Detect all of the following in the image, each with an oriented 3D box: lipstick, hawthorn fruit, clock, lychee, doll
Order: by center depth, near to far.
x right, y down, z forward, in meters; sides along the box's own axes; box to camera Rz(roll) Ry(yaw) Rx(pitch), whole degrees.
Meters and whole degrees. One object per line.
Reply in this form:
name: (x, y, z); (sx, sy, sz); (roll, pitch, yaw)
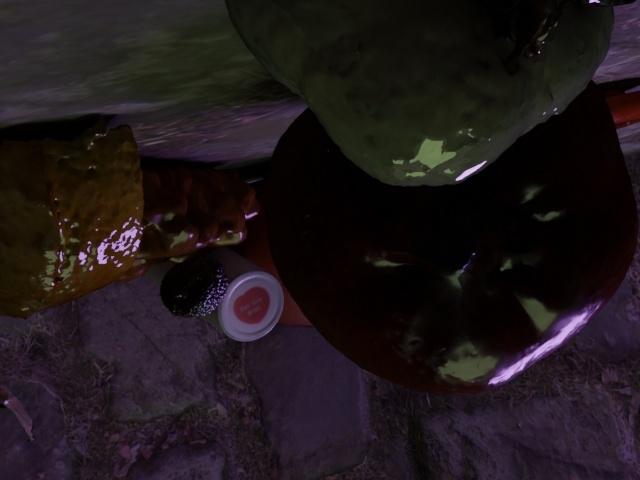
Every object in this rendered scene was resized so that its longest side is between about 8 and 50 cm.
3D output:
doll: (0.076, -0.107, 0.365); (0.175, 0.149, 0.278); (23, 148, -21)
hawthorn fruit: (0.109, -0.022, 0.950); (0.295, 0.295, 0.311); (-14, 179, 23)
lychee: (-0.134, 0.049, 1.257); (0.067, 0.068, 0.083); (27, -156, 25)
lipstick: (-0.160, 0.032, 1.469); (0.087, 0.087, 0.327); (-12, -159, -28)
clock: (0.326, -0.155, 1.515); (0.205, 0.051, 0.205); (-14, 178, 0)

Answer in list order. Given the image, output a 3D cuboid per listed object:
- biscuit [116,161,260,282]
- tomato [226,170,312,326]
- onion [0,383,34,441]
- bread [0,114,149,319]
biscuit: (-0.245, -0.005, 1.274); (0.318, 0.111, 0.312); (-16, 179, 16)
tomato: (0.000, 0.000, 1.526); (0.255, 0.225, 0.256); (-5, 175, 0)
onion: (-0.493, 0.113, 1.265); (0.272, 0.256, 0.230); (-23, 139, -1)
bread: (-0.225, -0.015, 0.965); (0.143, 0.140, 0.229); (-21, -177, -30)
